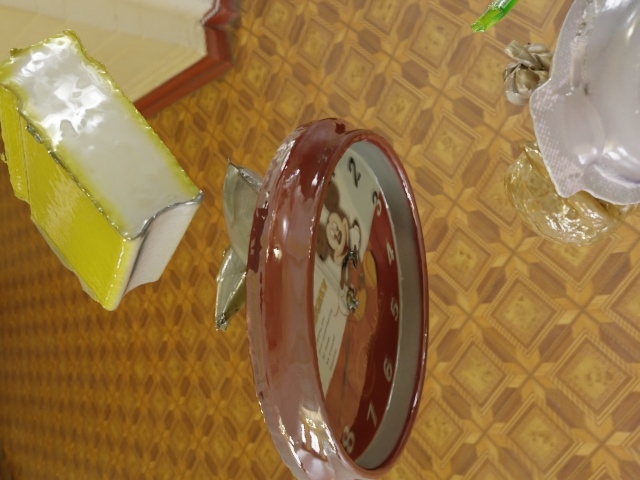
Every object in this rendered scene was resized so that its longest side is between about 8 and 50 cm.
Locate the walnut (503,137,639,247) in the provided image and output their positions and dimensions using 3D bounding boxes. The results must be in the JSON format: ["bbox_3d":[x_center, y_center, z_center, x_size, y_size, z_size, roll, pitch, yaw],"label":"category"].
[{"bbox_3d":[0.476,-0.111,1.222,0.224,0.257,0.257,-48,58,19],"label":"walnut"}]

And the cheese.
[{"bbox_3d":[0.207,-0.108,0.367,0.052,0.245,0.135,15,135,59],"label":"cheese"}]

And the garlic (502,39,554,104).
[{"bbox_3d":[0.437,-0.363,1.362,0.127,0.194,0.131,25,98,46],"label":"garlic"}]

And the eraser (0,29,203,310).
[{"bbox_3d":[-0.184,-0.039,0.507,0.158,0.069,0.226,50,152,0],"label":"eraser"}]

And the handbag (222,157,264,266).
[{"bbox_3d":[-0.047,0.019,0.926,0.270,0.117,0.182,44,158,20],"label":"handbag"}]

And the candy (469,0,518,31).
[{"bbox_3d":[0.367,-0.470,1.215,0.032,0.178,0.102,45,165,-10],"label":"candy"}]

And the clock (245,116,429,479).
[{"bbox_3d":[0.021,0.052,0.559,0.080,0.318,0.318,-3,89,25],"label":"clock"}]

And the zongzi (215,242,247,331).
[{"bbox_3d":[-0.121,0.033,1.363,0.260,0.123,0.289,-45,15,20],"label":"zongzi"}]
